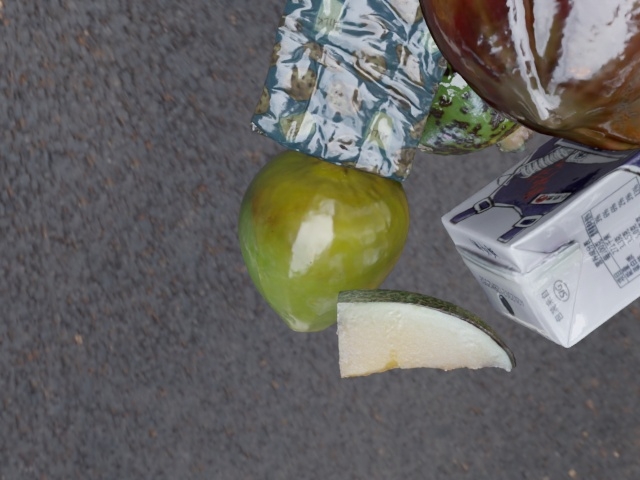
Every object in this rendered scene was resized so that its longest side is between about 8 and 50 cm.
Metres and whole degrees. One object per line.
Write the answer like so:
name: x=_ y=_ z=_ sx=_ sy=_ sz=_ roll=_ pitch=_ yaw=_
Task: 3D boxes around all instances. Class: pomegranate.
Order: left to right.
pomegranate: x=0.201 y=-0.226 z=1.698 sx=0.254 sy=0.254 sz=0.270 roll=-41 pitch=119 yaw=1

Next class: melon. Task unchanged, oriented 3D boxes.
melon: x=0.105 y=0.095 z=1.244 sx=0.182 sy=0.054 sz=0.098 roll=-4 pitch=109 yaw=11

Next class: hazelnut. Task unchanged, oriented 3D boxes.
hazelnut: x=0.174 y=-0.168 z=0.816 sx=0.229 sy=0.229 sz=0.229 roll=-7 pitch=114 yaw=-16

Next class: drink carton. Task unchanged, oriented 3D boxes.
drink carton: x=0.221 y=-0.028 z=0.935 sx=0.222 sy=0.134 sz=0.102 roll=-35 pitch=110 yaw=-8

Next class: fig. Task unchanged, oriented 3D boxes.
fig: x=-0.004 y=-0.009 z=1.476 sx=0.207 sy=0.207 sz=0.230 roll=1 pitch=147 yaw=-19

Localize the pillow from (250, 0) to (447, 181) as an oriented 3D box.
pillow: x=0.044 y=-0.198 z=1.304 sx=0.189 sy=0.034 sz=0.256 roll=18 pitch=112 yaw=-4
